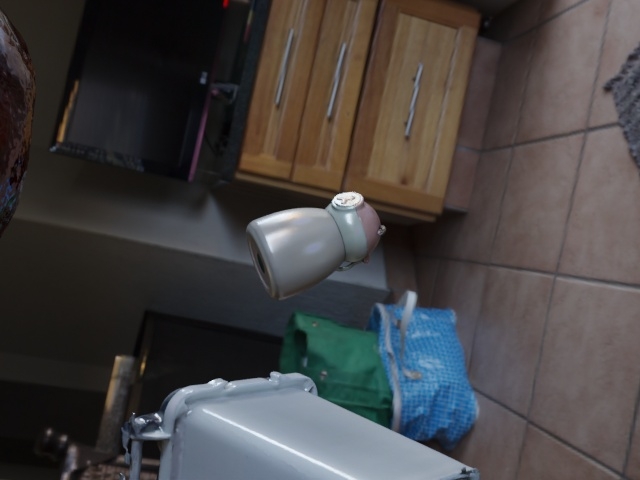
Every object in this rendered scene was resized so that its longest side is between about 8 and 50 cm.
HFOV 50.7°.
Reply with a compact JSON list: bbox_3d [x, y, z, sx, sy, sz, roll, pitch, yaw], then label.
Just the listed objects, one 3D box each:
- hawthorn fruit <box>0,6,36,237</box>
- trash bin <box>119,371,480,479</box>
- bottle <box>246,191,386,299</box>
[{"bbox_3d":[-0.261,-0.044,0.340,0.249,0.215,0.215,-35,39,41],"label":"hawthorn fruit"},{"bbox_3d":[-0.030,0.314,0.791,0.367,0.296,0.256,7,90,45],"label":"trash bin"},{"bbox_3d":[0.000,0.000,1.198,0.147,0.236,0.147,159,90,-76],"label":"bottle"}]
